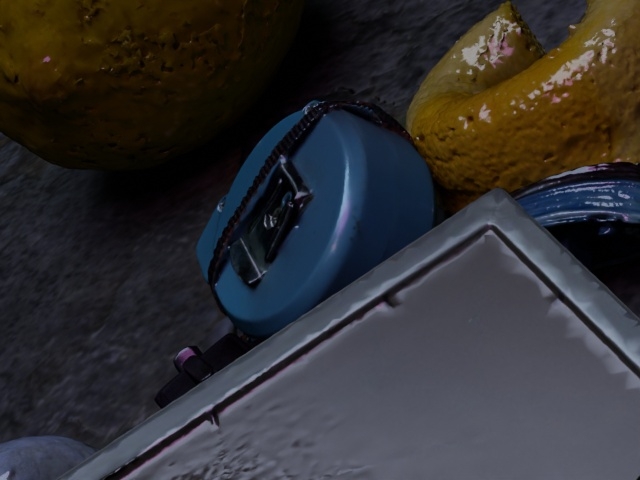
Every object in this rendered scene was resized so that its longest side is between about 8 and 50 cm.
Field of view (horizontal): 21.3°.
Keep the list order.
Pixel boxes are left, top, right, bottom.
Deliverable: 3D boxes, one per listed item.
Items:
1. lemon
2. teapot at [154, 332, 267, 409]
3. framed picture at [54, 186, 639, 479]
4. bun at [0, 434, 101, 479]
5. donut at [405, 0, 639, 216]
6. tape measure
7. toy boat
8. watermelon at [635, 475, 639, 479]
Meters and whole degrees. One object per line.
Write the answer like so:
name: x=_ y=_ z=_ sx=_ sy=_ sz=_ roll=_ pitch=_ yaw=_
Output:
lemon: x=-0.134 y=-0.188 z=1.138 sx=0.258 sy=0.258 sz=0.310 roll=-25 pitch=37 yaw=22
teapot: x=-0.029 y=0.090 z=0.767 sx=0.087 sy=0.096 sz=0.177 roll=-41 pitch=28 yaw=-7
framed picture: x=0.016 y=0.124 z=0.639 sx=0.296 sy=0.019 sz=0.232 roll=-33 pitch=48 yaw=-9
bun: x=-0.127 y=0.155 z=0.736 sx=0.141 sy=0.141 sz=0.083 roll=-41 pitch=29 yaw=-8
donut: x=0.114 y=-0.073 z=0.876 sx=0.146 sy=0.078 sz=0.181 roll=-49 pitch=28 yaw=-24
tape measure: x=0.000 y=0.000 z=0.869 sx=0.146 sy=0.081 sz=0.125 roll=-57 pitch=33 yaw=18
toy boat: x=0.108 y=0.008 z=0.784 sx=0.137 sy=0.060 sz=0.061 roll=-19 pitch=58 yaw=28
watermelon: x=0.132 y=0.128 z=0.484 sx=0.187 sy=0.141 sz=0.141 roll=-44 pitch=28 yaw=-5
